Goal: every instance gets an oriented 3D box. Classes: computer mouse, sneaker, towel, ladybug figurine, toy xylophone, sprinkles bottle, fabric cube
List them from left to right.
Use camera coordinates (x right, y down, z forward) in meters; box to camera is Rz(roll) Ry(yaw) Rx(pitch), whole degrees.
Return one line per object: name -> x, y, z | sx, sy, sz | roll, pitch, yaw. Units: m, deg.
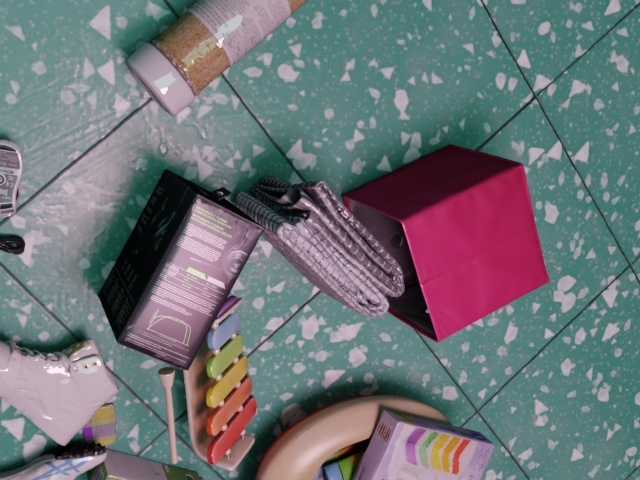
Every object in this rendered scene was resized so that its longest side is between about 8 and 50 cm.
computer mouse -> -0.525, -0.074, 1.344 | 0.106, 0.042, 0.193 | 9, 106, -20
sneaker -> -0.474, 0.206, 1.412 | 0.169, 0.108, 0.292 | -42, 126, -9
sneaker -> -0.492, 0.426, 1.466 | 0.237, 0.085, 0.086 | -20, 98, -11
towel -> -0.409, 0.342, 1.523 | 0.060, 0.009, 0.083 | -8, 108, -22
toy xylophone -> -0.197, 0.274, 1.496 | 0.081, 0.236, 0.323 | 3, 116, 18
sprinkles bottle -> -0.152, -0.364, 1.374 | 0.355, 0.121, 0.121 | -42, 116, -7
towel -> 0.000, 0.000, 1.478 | 0.121, 0.235, 0.283 | -49, 117, -8
ladybug figurine -> 0.057, 0.449, 1.664 | 0.449, 0.162, 0.305 | -10, 109, -21
fabric cube -> 0.235, -0.004, 1.565 | 0.258, 0.254, 0.259 | -26, 112, -17

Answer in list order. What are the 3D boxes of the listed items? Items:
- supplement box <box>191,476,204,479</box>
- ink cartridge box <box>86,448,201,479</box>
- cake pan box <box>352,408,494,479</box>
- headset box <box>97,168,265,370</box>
supplement box -> -0.250, 0.525, 1.625 | 0.062, 0.036, 0.098 | -11, 108, -20
ink cartridge box -> -0.322, 0.461, 1.537 | 0.209, 0.109, 0.062 | 24, 95, -27
cake pan box -> 0.182, 0.477, 1.597 | 0.245, 0.070, 0.267 | 21, 96, -25
headset box -> -0.238, 0.031, 1.379 | 0.131, 0.246, 0.283 | 27, 92, -26
